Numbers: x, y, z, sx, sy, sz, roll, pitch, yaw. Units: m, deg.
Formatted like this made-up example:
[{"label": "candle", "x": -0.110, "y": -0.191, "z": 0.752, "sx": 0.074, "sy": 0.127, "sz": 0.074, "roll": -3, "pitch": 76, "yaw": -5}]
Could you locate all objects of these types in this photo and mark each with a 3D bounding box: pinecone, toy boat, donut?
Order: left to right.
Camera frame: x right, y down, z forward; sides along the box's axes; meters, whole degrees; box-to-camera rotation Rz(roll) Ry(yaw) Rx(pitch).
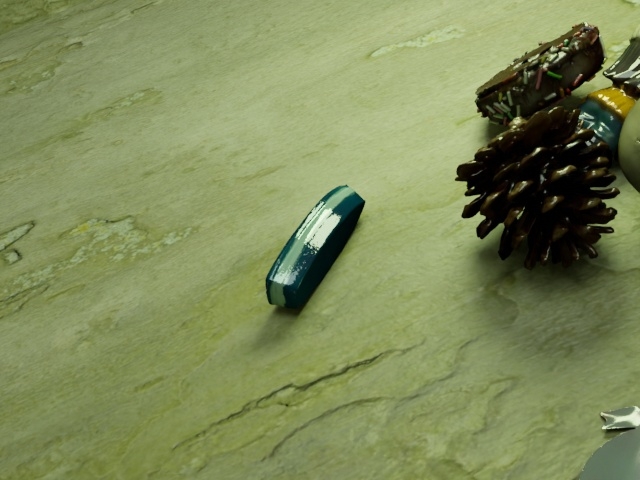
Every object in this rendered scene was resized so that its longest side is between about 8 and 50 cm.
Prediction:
[{"label": "toy boat", "x": 0.000, "y": 0.000, "z": 1.475, "sx": 0.062, "sy": 0.096, "sz": 0.299, "roll": 18, "pitch": 49, "yaw": 21}, {"label": "pinecone", "x": 0.346, "y": -0.072, "z": 1.316, "sx": 0.264, "sy": 0.264, "sz": 0.264, "roll": -10, "pitch": 41, "yaw": 9}, {"label": "donut", "x": 0.418, "y": -0.309, "z": 1.578, "sx": 0.270, "sy": 0.103, "sz": 0.269, "roll": -33, "pitch": 8, "yaw": 6}, {"label": "toy boat", "x": 0.365, "y": 0.327, "z": 1.002, "sx": 0.219, "sy": 0.072, "sz": 0.318, "roll": -16, "pitch": 37, "yaw": -2}]

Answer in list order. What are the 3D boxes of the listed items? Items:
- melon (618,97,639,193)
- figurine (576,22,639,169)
[{"label": "melon", "x": 0.599, "y": -0.156, "z": 1.304, "sx": 0.223, "sy": 0.223, "sz": 0.317, "roll": 25, "pitch": 31, "yaw": 39}, {"label": "figurine", "x": 0.572, "y": -0.274, "z": 1.477, "sx": 0.332, "sy": 0.204, "sz": 0.185, "roll": -31, "pitch": 45, "yaw": -14}]
